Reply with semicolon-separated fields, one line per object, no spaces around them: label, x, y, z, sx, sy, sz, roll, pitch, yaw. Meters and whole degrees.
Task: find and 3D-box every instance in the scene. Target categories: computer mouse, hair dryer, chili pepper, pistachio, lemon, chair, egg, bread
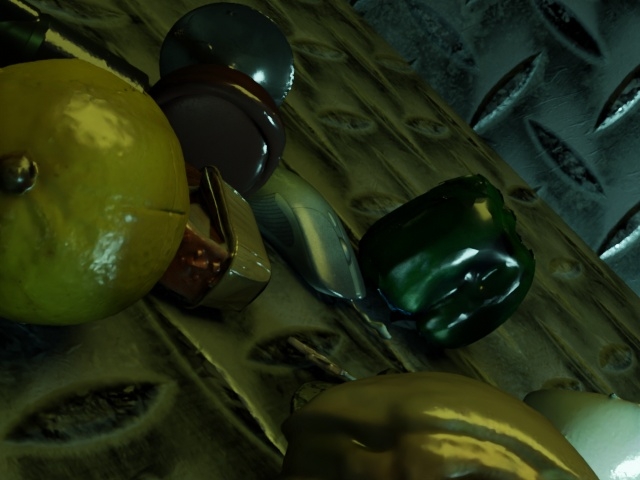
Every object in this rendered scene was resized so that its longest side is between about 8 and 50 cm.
computer mouse;0.000;0.000;2.101;0.379;0.090;0.167;49;21;14
hair dryer;-0.362;-0.185;1.791;0.244;0.116;0.302;29;30;-27
chili pepper;0.206;0.027;2.172;0.248;0.257;0.233;45;17;-33
pistachio;0.151;0.294;1.450;0.445;0.365;0.281;32;66;-36
lemon;-0.274;-0.050;1.389;0.297;0.297;0.297;37;20;-16
chair;-0.157;-0.202;2.012;0.226;0.226;0.401;37;19;-15
egg;0.394;0.335;2.041;0.206;0.161;0.271;13;-20;9
bread;-0.167;-0.019;1.734;0.212;0.142;0.224;33;22;-35

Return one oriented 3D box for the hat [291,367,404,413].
hat;0.096;0.239;1.719;0.265;0.128;0.265;39;16;-14

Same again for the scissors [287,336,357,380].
scissors;0.029;0.181;1.848;0.189;0.015;0.100;32;-1;-43
